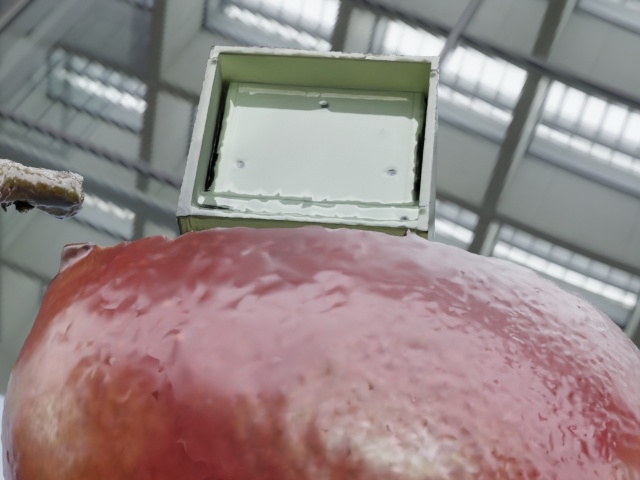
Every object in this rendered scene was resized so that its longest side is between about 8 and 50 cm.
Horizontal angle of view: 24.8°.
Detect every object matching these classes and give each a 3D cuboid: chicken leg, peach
[{"bbox_3d":[-0.297,-0.054,1.224,0.196,0.080,0.125,-7,-26,-13],"label":"chicken leg"},{"bbox_3d":[0.003,0.115,0.677,0.338,0.281,0.281,37,-39,26],"label":"peach"}]

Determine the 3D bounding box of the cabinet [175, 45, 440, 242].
[{"bbox_3d":[0.000,0.000,0.932,0.145,0.150,0.206,4,-35,6],"label":"cabinet"}]
